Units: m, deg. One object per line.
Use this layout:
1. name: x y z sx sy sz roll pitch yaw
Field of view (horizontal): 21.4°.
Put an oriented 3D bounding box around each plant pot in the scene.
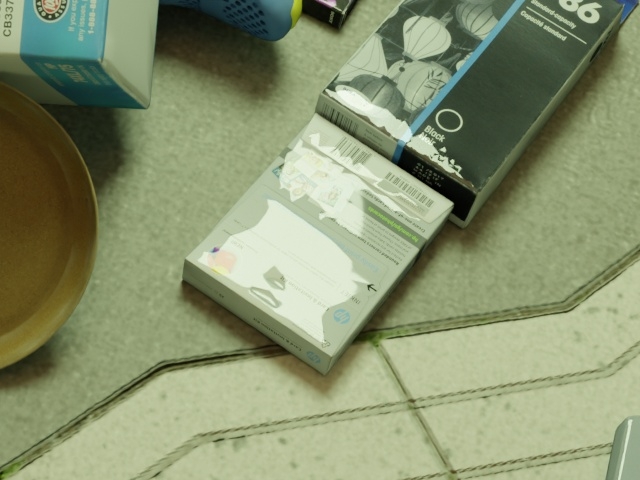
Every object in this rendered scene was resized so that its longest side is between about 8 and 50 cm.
1. plant pot: -0.286 -0.013 1.283 0.236 0.032 0.236 -1 98 -5

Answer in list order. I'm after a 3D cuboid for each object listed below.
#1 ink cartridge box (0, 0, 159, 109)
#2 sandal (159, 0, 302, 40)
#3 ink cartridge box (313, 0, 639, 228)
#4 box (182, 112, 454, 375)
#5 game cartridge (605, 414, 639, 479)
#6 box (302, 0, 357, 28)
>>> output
1. ink cartridge box: -0.274 -0.220 1.320 0.270 0.197 0.198 3 85 5
2. sandal: -0.164 -0.245 1.469 0.317 0.126 0.138 26 61 16
3. ink cartridge box: 0.150 -0.175 1.510 0.165 0.065 0.333 32 58 10
4. box: 0.000 0.000 1.390 0.145 0.038 0.186 33 58 11
5. game cartridge: 0.354 0.246 1.297 0.294 0.060 0.196 19 61 1
6. box: -0.027 -0.272 1.556 0.162 0.029 0.116 27 59 8
